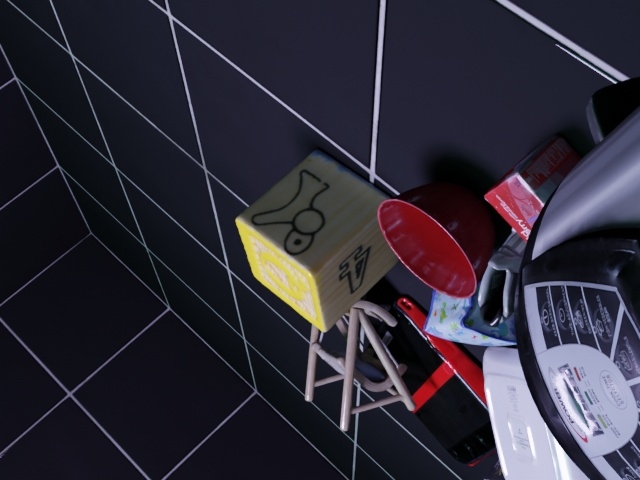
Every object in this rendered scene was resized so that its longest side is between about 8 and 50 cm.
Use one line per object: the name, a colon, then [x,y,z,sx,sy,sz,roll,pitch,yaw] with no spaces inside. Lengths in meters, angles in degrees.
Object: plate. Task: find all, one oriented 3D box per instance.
plate: [0.335,0.310,1.408,0.277,0.045,0.277,163,95,-77]

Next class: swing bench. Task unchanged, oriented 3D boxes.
swing bench: [0.052,0.210,1.773,0.253,0.165,0.254,-164,61,-73]

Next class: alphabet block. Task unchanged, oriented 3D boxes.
alphabet block: [0.000,0.000,1.516,0.192,0.197,0.193,36,157,30]

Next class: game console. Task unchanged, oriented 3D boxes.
game console: [0.242,0.292,1.788,0.342,0.060,0.386,49,160,13]

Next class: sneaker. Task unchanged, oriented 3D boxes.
sneaker: [0.275,0.089,1.213,0.086,0.132,0.228,22,147,51]

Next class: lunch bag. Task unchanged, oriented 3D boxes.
lunch bag: [0.259,0.121,1.366,0.151,0.096,0.129,22,166,-16]

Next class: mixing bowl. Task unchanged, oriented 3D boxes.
mixing bowl: [0.180,-0.016,1.261,0.181,0.098,0.181,41,160,19]

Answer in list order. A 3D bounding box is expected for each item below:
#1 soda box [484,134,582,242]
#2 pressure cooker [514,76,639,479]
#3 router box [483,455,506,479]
soda box: [0.321,0.007,1.037,0.263,0.083,0.092,48,159,1]
pressure cooker: [0.350,0.045,0.644,0.376,0.369,0.420,25,160,-1]
router box: [0.476,0.516,1.594,0.243,0.081,0.308,-13,117,53]
